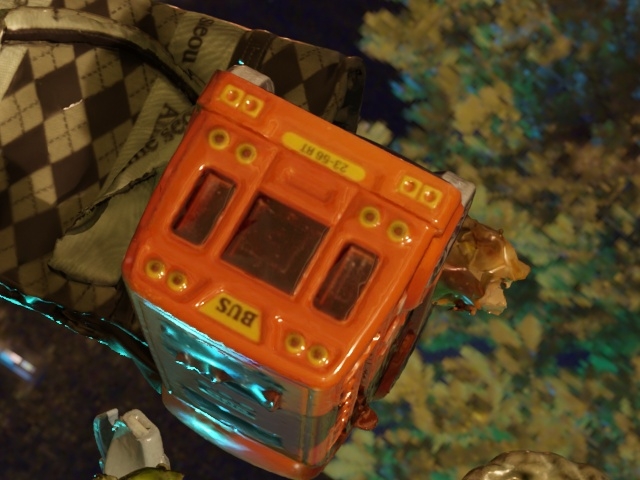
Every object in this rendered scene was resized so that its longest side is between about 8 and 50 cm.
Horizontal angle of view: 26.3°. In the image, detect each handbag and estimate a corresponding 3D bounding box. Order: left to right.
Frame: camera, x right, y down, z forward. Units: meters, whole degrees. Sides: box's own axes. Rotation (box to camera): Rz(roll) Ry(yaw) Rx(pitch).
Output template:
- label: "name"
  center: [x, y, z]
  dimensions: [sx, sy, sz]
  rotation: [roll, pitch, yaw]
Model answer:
- label: "handbag"
  center: [-0.207, -0.059, 1.087]
  dimensions: [0.180, 0.416, 0.317]
  rotation: [91, 18, -51]

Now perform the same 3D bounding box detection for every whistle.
- label: "whistle"
  center: [-0.204, 0.290, 1.551]
  dimensions: [0.093, 0.180, 0.269]
  rotation: [-24, 143, -32]

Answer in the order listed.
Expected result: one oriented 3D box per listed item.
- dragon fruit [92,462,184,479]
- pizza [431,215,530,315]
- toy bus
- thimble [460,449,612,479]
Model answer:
- label: "dragon fruit"
  center: [-0.030, 0.240, 0.626]
  dimensions: [0.198, 0.200, 0.269]
  rotation: [-27, -123, 42]
- label: "pizza"
  center: [0.000, 0.000, 1.298]
  dimensions: [0.406, 0.440, 0.130]
  rotation: [10, -125, 43]
- label: "toy bus"
  center: [-0.017, 0.038, 0.761]
  dimensions: [0.153, 0.143, 0.329]
  rotation: [-61, 173, -16]
- label: "thimble"
  center: [0.095, 0.138, 0.537]
  dimensions: [0.084, 0.062, 0.110]
  rotation: [-29, -136, -21]
